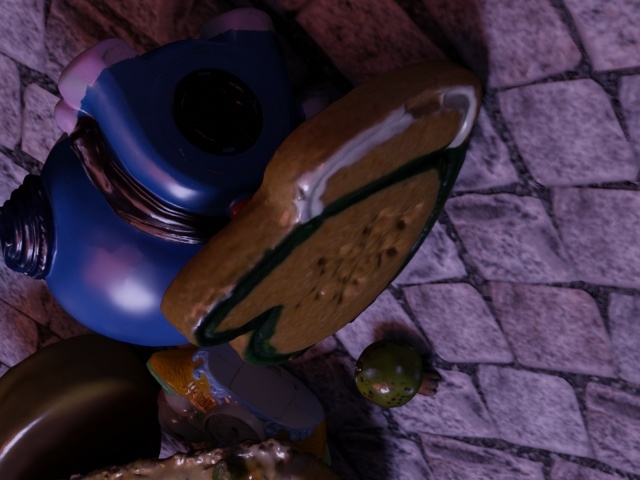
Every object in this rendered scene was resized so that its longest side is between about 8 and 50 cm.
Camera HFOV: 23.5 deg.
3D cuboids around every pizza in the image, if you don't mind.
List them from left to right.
[{"bbox_3d":[-0.083,0.307,1.678,0.435,0.080,0.392,16,151,-27],"label":"pizza"}]

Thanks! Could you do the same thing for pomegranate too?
[{"bbox_3d":[0.072,0.135,1.524,0.073,0.073,0.084,3,156,37],"label":"pomegranate"}]

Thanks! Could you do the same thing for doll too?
[{"bbox_3d":[-0.135,-0.040,1.362,0.310,0.284,0.240,132,129,-57],"label":"doll"}]

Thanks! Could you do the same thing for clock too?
[{"bbox_3d":[-0.091,0.192,1.683,0.231,0.103,0.144,34,135,2],"label":"clock"}]

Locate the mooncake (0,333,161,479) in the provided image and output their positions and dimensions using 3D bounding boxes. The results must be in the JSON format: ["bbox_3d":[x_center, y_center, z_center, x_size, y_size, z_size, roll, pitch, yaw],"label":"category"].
[{"bbox_3d":[-0.299,0.219,1.788,0.235,0.235,0.117,91,155,-47],"label":"mooncake"}]

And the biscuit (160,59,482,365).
[{"bbox_3d":[0.001,0.001,1.261,0.057,0.287,0.343,49,144,21],"label":"biscuit"}]
